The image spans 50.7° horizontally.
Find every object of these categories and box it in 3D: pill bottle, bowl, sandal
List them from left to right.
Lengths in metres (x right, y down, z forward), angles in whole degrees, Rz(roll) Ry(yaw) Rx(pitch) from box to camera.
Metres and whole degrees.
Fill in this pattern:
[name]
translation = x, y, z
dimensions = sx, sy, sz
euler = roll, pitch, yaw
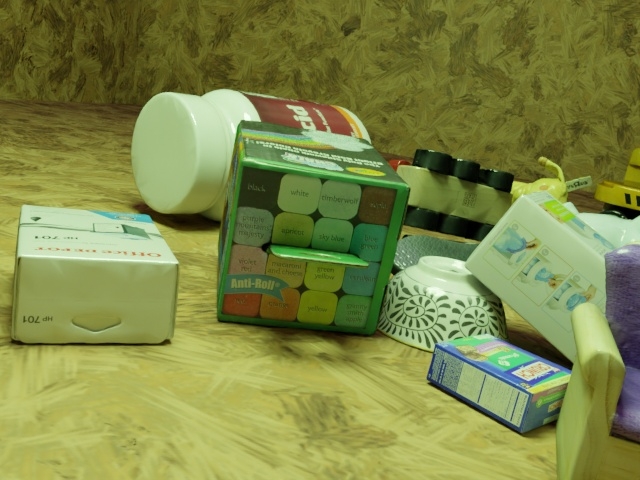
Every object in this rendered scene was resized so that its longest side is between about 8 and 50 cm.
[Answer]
[pill bottle]
translation = -0.110, -0.144, 1.182
dimensions = 0.224, 0.224, 0.392
euler = 21, 17, 41
[bowl]
translation = 0.144, 0.066, 0.785
dimensions = 0.170, 0.080, 0.170
euler = 9, 12, -2
[sandal]
translation = 0.203, 0.046, 0.972
dimensions = 0.254, 0.055, 0.097
euler = 3, 42, -29

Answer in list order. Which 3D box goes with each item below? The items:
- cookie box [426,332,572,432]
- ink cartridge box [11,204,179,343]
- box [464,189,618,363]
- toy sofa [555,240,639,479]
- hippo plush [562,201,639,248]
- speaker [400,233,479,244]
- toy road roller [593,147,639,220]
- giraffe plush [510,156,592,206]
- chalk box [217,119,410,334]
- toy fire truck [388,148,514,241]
[cookie box]
translation = 0.170, 0.127, 0.623
dimensions = 0.091, 0.040, 0.107
euler = -1, 18, -43
[ink cartridge box]
translation = -0.227, 0.028, 0.668
dimensions = 0.139, 0.082, 0.190
euler = 4, 12, -24
[box]
translation = 0.278, 0.050, 0.733
dimensions = 0.203, 0.103, 0.114
euler = 44, 25, 18
[toy sofa]
translation = 0.355, 0.128, 0.457
dimensions = 0.362, 0.177, 0.150
euler = 14, 13, 16
[hippo plush]
translation = 0.399, 0.044, 0.838
dimensions = 0.236, 0.234, 0.294
euler = -11, -45, 35
[speaker]
translation = 0.194, 0.025, 1.056
dimensions = 0.136, 0.055, 0.055
euler = 8, 13, -11
[toy road roller]
translation = 0.793, -0.077, 1.534
dimensions = 0.329, 0.241, 0.202
euler = 19, 16, 35
[giraffe plush]
translation = 0.363, -0.016, 1.136
dimensions = 0.181, 0.210, 0.171
euler = 44, 35, -19
[chalk box]
translation = -0.018, -0.012, 0.758
dimensions = 0.180, 0.179, 0.289
euler = 8, 20, -10
[toy fire truck]
translation = 0.160, -0.059, 1.127
dimensions = 0.217, 0.159, 0.246
euler = 10, 4, -33
